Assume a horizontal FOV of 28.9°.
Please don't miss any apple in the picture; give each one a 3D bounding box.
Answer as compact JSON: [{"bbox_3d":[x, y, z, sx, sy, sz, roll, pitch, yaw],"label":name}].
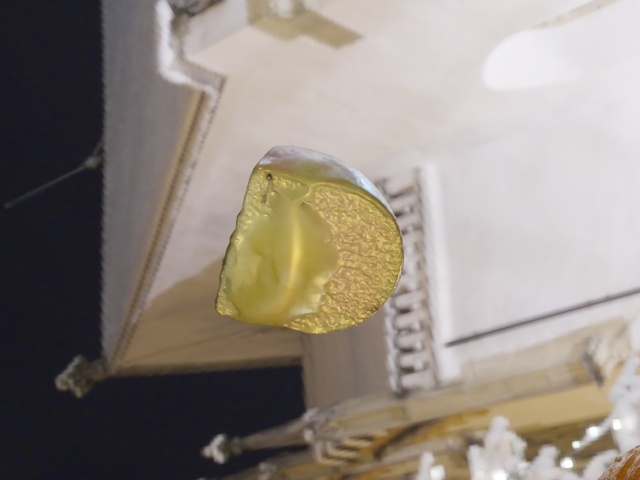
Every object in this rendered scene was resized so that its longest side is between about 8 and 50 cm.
[{"bbox_3d":[0.000,0.000,1.382,0.193,0.265,0.120,19,-133,0],"label":"apple"}]

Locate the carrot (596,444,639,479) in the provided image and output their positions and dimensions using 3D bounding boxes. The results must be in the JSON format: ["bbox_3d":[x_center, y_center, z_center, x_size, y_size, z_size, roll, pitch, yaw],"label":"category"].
[{"bbox_3d":[0.283,0.194,0.804,0.254,0.196,0.196,108,150,-80],"label":"carrot"}]
